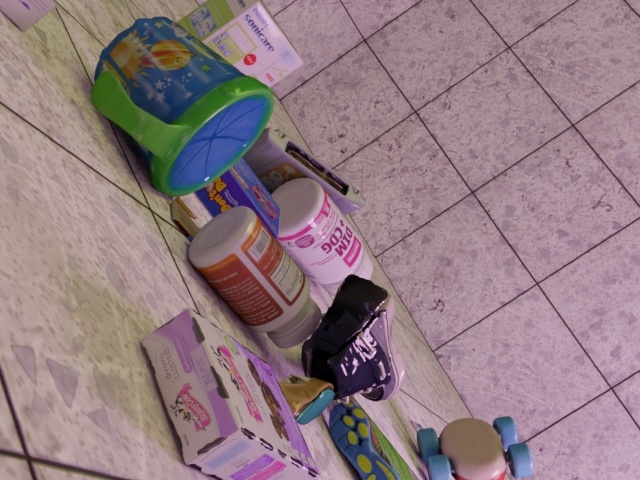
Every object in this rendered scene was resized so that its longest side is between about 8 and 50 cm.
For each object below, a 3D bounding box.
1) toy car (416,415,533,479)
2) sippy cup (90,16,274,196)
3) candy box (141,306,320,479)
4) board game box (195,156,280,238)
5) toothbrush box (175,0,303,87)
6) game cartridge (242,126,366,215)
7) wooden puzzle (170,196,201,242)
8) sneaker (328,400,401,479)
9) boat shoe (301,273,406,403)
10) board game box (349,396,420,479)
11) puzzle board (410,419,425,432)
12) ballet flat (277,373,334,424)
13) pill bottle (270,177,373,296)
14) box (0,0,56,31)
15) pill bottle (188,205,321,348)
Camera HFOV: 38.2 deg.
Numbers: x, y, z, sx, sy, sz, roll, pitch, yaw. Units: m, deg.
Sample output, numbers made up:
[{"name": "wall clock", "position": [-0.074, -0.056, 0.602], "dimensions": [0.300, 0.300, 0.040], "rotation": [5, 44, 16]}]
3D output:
[{"name": "toy car", "position": [0.343, 0.541, 2.059], "dimensions": [0.210, 0.219, 0.238], "rotation": [-108, -169, -68]}, {"name": "sippy cup", "position": [-0.231, -0.227, 1.470], "dimensions": [0.224, 0.240, 0.305], "rotation": [46, -12, 11]}, {"name": "candy box", "position": [-0.097, 0.187, 1.025], "dimensions": [0.196, 0.070, 0.165], "rotation": [47, 12, -53]}, {"name": "board game box", "position": [-0.208, -0.150, 1.766], "dimensions": [0.347, 0.078, 0.233], "rotation": [54, 7, -13]}, {"name": "toothbrush box", "position": [-0.216, -0.401, 2.018], "dimensions": [0.206, 0.283, 0.122], "rotation": [49, 10, -48]}, {"name": "game cartridge", "position": [-0.063, -0.139, 2.157], "dimensions": [0.297, 0.198, 0.062], "rotation": [35, 53, -24]}, {"name": "wooden puzzle", "position": [-0.210, -0.024, 1.462], "dimensions": [0.078, 0.014, 0.116], "rotation": [48, 9, -21]}, {"name": "sneaker", "position": [0.069, 0.347, 1.498], "dimensions": [0.188, 0.067, 0.078], "rotation": [57, -14, 24]}, {"name": "boat shoe", "position": [0.045, 0.205, 1.499], "dimensions": [0.127, 0.158, 0.340], "rotation": [25, -29, 27]}, {"name": "board game box", "position": [0.117, 0.393, 1.661], "dimensions": [0.259, 0.039, 0.124], "rotation": [56, 6, -22]}, {"name": "puzzle board", "position": [0.268, 0.501, 2.265], "dimensions": [0.128, 0.011, 0.096], "rotation": [59, 8, 27]}, {"name": "ballet flat", "position": [-0.035, 0.217, 1.298], "dimensions": [0.073, 0.080, 0.232], "rotation": [43, 3, 12]}, {"name": "pill bottle", "position": [0.000, 0.000, 2.132], "dimensions": [0.283, 0.160, 0.160], "rotation": [49, 10, -41]}, {"name": "box", "position": [-0.468, -0.435, 1.390], "dimensions": [0.067, 0.063, 0.324], "rotation": [45, 13, -50]}, {"name": "pill bottle", "position": [-0.093, 0.062, 1.413], "dimensions": [0.216, 0.121, 0.121], "rotation": [53, 8, -28]}]
